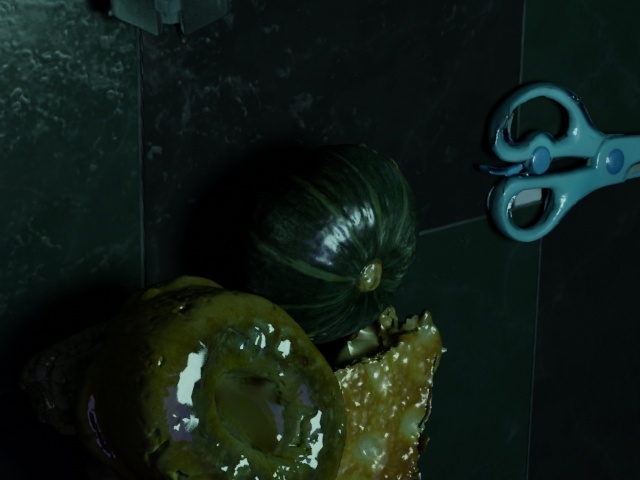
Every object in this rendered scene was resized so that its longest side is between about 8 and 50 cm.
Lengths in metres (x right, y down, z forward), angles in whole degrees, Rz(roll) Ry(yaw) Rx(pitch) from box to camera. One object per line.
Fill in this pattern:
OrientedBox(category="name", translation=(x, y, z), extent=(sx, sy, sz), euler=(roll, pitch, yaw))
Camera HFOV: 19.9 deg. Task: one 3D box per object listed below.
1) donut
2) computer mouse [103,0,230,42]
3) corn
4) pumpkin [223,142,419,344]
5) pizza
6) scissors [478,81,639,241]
OrientedBox(category="donut", translation=(-0.089, 0.148, 1.639), extent=(0.261, 0.128, 0.209), euler=(39, 65, -35))
OrientedBox(category="computer mouse", translation=(-0.135, -0.276, 1.559), extent=(0.126, 0.071, 0.231), euler=(0, 114, 0))
OrientedBox(category="corn", translation=(-0.178, 0.108, 1.692), extent=(0.211, 0.087, 0.087), euler=(-27, 122, -31))
OrientedBox(category="pumpkin", translation=(0.000, 0.003, 1.766), extent=(0.211, 0.152, 0.212), euler=(-38, 143, -36))
OrientedBox(category="pizza", translation=(-0.010, 0.241, 1.862), extent=(0.406, 0.130, 0.440), euler=(-49, 120, -17))
OrientedBox(category="scissors", translation=(0.326, -0.099, 2.089), extent=(0.392, 0.032, 0.180), euler=(-8, 110, -38))
